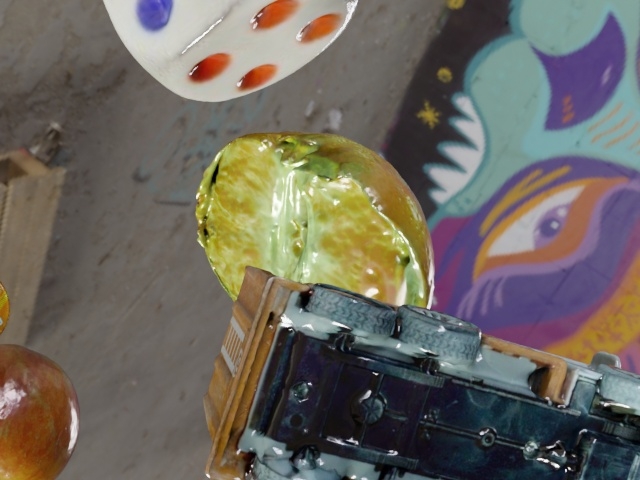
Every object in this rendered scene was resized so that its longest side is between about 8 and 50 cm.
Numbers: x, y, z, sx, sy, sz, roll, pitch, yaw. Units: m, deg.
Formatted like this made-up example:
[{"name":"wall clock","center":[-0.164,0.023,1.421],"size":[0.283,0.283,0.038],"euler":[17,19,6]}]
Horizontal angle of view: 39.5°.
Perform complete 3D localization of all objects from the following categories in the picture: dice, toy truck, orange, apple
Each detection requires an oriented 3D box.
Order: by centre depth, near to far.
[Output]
[{"name":"toy truck","center":[0.078,0.113,0.602],"size":[0.162,0.305,0.136],"euler":[-152,-101,-74]},{"name":"orange","center":[0.006,-0.005,1.079],"size":[0.196,0.335,0.262],"euler":[-31,123,-30]},{"name":"dice","center":[-0.134,-0.408,1.315],"size":[0.304,0.304,0.277],"euler":[-32,165,29]},{"name":"apple","center":[-0.625,0.375,1.796],"size":[0.301,0.301,0.301],"euler":[-46,160,-22]}]

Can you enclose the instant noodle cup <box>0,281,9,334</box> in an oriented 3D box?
[{"name":"instant noodle cup","center":[-0.668,0.112,1.635],"size":[0.168,0.168,0.185],"euler":[-49,-157,-15]}]
